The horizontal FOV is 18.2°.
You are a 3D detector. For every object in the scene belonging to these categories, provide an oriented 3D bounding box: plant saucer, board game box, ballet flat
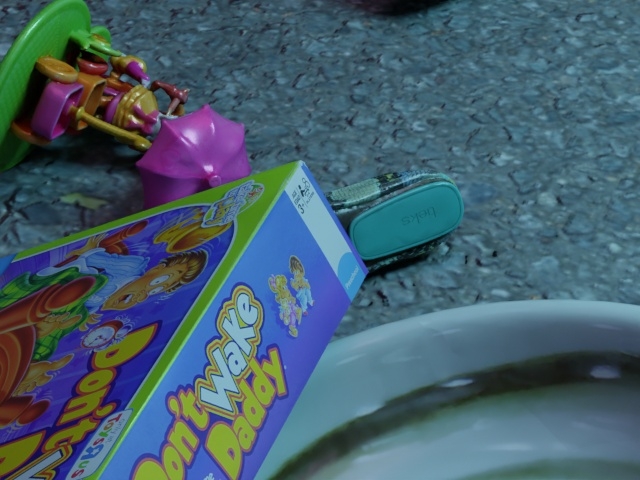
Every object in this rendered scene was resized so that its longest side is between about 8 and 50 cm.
[{"bbox_3d":[0.068,0.184,0.923,0.401,0.100,0.400,-14,32,9],"label":"plant saucer"},{"bbox_3d":[-0.141,0.110,0.984,0.233,0.078,0.347,-17,25,31],"label":"board game box"},{"bbox_3d":[0.000,0.000,1.260,0.188,0.070,0.070,-14,40,-25],"label":"ballet flat"}]

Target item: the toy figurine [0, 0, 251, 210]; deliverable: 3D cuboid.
[{"bbox_3d":[-0.117,-0.071,1.324,0.159,0.130,0.173,28,17,11],"label":"toy figurine"}]
